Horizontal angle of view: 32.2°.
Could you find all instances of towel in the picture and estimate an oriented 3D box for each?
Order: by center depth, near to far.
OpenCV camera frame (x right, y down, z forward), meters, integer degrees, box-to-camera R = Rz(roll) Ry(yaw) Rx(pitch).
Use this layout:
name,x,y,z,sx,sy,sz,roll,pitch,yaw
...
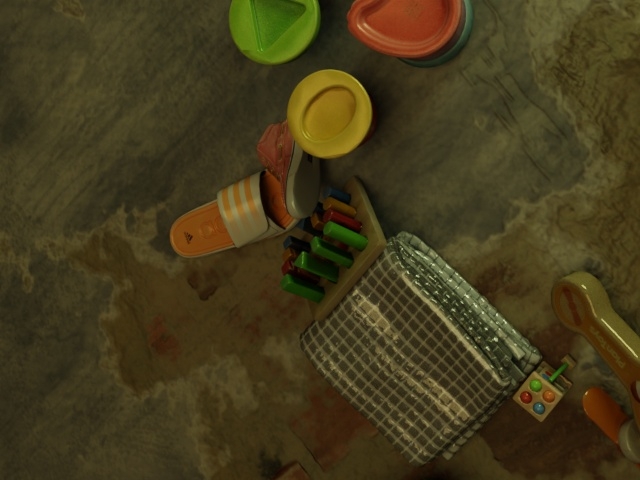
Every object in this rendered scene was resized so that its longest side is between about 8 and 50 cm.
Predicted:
name,x,y,z,sx,sy,sz,roll,pitch,yaw
towel,0.134,0.162,1.589,0.284,0.121,0.235,46,116,12

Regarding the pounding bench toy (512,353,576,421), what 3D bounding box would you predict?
name,x,y,z,sx,sy,sz,roll,pitch,yaw
pounding bench toy,0.316,0.198,1.536,0.052,0.065,0.083,39,114,15

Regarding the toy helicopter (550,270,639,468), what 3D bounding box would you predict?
name,x,y,z,sx,sy,sz,roll,pitch,yaw
toy helicopter,0.422,0.190,1.448,0.355,0.140,0.235,53,148,27

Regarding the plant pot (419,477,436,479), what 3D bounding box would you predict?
name,x,y,z,sx,sy,sz,roll,pitch,yaw
plant pot,0.105,0.496,1.614,0.275,0.275,0.293,43,98,13

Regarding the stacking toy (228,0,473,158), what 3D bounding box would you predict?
name,x,y,z,sx,sy,sz,roll,pitch,yaw
stacking toy,0.043,-0.295,1.553,0.309,0.130,0.279,-45,79,15

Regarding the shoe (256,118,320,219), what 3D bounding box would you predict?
name,x,y,z,sx,sy,sz,roll,pitch,yaw
shoe,-0.048,-0.104,1.628,0.081,0.063,0.178,-14,57,32

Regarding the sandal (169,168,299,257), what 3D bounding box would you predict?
name,x,y,z,sx,sy,sz,roll,pitch,yaw
sandal,-0.140,-0.029,1.711,0.265,0.076,0.102,-25,89,28

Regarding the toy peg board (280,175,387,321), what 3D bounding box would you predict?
name,x,y,z,sx,sy,sz,roll,pitch,yaw
toy peg board,0.000,0.000,1.597,0.161,0.079,0.161,-50,34,25
